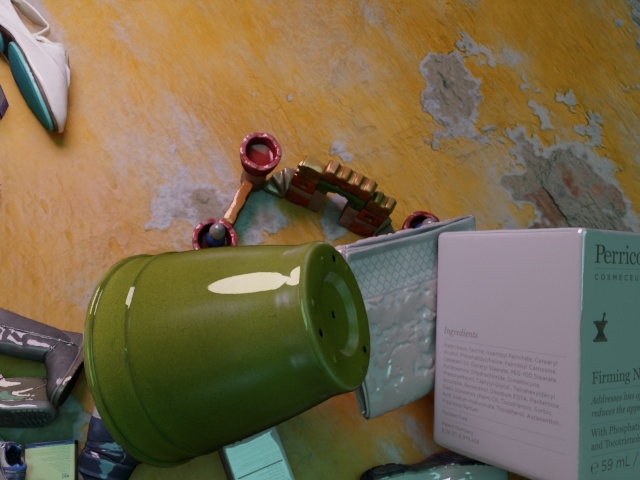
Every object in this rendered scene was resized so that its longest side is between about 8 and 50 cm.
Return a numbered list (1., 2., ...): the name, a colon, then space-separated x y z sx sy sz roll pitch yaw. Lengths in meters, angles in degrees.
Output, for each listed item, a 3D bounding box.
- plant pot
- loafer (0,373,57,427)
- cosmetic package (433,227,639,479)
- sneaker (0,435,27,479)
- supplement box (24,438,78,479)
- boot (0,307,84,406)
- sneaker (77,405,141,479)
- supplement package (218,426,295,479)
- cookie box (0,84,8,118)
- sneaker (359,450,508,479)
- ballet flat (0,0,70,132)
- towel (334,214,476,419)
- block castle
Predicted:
1. plant pot: -0.120 0.158 1.084 0.352 0.366 0.367 -16 71 23
2. loafer: -0.597 0.280 1.177 0.251 0.094 0.088 8 44 -20
3. cosmetic package: 0.425 0.183 1.164 0.329 0.327 0.394 2 88 -31
4. sneaker: -0.537 0.366 1.142 0.135 0.052 0.058 34 103 35
5. supplement box: -0.472 0.398 1.170 0.083 0.056 0.083 -3 72 -14
6. boot: -0.529 0.199 1.186 0.208 0.190 0.076 22 111 -12
7. sneaker: -0.319 0.398 1.196 0.226 0.086 0.164 19 76 -15
8. supplement package: -0.110 0.436 1.216 0.105 0.105 0.180 -17 76 -20
9. cookie box: -0.690 -0.298 1.337 0.091 0.107 0.040 16 68 -7
10. sneaker: 0.224 0.488 1.291 0.296 0.111 0.130 -8 85 -9
11. ballet flat: -0.609 -0.405 1.390 0.139 0.139 0.400 -34 78 -21
12. towel: 0.188 0.133 1.243 0.331 0.053 0.317 -14 98 -29
13. block castle: 0.000 0.000 1.338 0.452 0.213 0.303 26 67 -3
